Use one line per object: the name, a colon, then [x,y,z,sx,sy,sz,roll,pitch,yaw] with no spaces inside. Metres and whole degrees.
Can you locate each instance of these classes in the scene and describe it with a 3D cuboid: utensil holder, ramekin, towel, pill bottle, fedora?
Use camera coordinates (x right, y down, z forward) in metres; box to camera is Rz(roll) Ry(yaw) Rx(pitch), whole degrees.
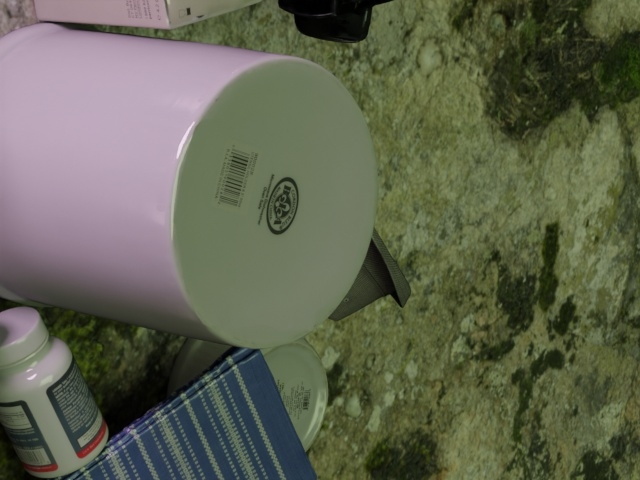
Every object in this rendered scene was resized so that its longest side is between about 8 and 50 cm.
utensil holder: [-0.176,-0.061,1.987,0.328,0.385,0.327,-12,107,-45]
ramekin: [-0.084,0.198,2.337,0.207,0.109,0.207,-11,105,-45]
towel: [-0.169,0.295,2.202,0.336,0.040,0.243,-35,123,-20]
pill bottle: [-0.320,0.169,2.082,0.108,0.108,0.180,-42,126,-33]
fedora: [0.000,0.000,2.341,0.124,0.243,0.275,-35,137,-2]

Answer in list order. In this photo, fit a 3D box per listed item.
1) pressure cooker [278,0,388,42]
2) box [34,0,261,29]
pressure cooker: [0.056,-0.459,2.105,0.370,0.375,0.420,55,31,2]
box: [-0.197,-0.313,2.025,0.149,0.232,0.126,-24,115,-41]
